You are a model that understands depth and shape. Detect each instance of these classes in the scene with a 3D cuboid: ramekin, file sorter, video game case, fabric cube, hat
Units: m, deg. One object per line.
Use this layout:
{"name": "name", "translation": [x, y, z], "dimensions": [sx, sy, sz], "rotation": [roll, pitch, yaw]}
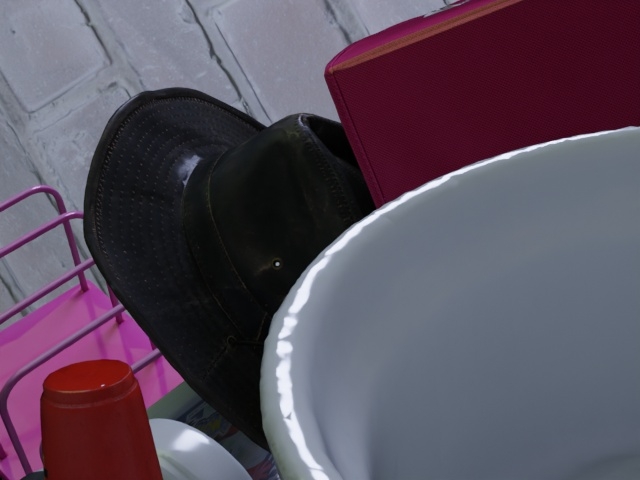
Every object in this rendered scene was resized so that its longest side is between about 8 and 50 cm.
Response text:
{"name": "ramekin", "translation": [0.128, 0.078, 0.371], "dimensions": [0.277, 0.135, 0.277], "rotation": [-6, 27, 3]}
{"name": "file sorter", "translation": [-0.236, 0.106, 1.230], "dimensions": [0.202, 0.182, 0.290], "rotation": [-33, 49, -26]}
{"name": "video game case", "translation": [-0.090, 0.166, 0.990], "dimensions": [0.201, 0.023, 0.183], "rotation": [-36, -33, -42]}
{"name": "fabric cube", "translation": [0.196, -0.071, 0.933], "dimensions": [0.258, 0.259, 0.254], "rotation": [-19, 10, 26]}
{"name": "hat", "translation": [0.000, 0.000, 0.944], "dimensions": [0.134, 0.331, 0.331], "rotation": [-37, 2, 36]}

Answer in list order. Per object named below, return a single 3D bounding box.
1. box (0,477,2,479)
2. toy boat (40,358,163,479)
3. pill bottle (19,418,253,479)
{"name": "box", "translation": [-0.361, 0.235, 1.443], "dimensions": [0.322, 0.079, 0.257], "rotation": [-36, -18, -39]}
{"name": "toy boat", "translation": [0.017, 0.109, 0.669], "dimensions": [0.318, 0.148, 0.267], "rotation": [-11, 17, -16]}
{"name": "pill bottle", "translation": [-0.157, 0.226, 0.735], "dimensions": [0.162, 0.162, 0.278], "rotation": [-22, 10, 45]}
